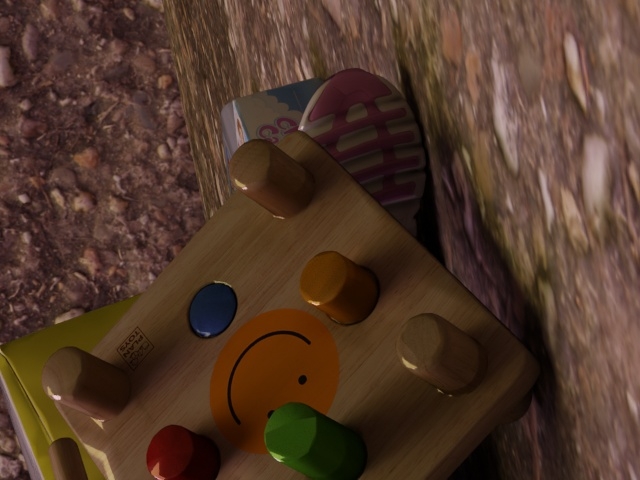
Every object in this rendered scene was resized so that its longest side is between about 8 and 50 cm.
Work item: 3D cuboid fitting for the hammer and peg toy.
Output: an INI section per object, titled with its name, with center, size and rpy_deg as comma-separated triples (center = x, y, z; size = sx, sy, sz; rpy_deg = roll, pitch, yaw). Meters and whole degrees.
[hammer and peg toy]
center = -0.067, 0.125, 0.978
size = 0.266, 0.361, 0.127
rpy_deg = 47, -173, 37

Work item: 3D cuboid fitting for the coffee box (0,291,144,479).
[coffee box]
center = -0.153, 0.280, 1.824
size = 0.334, 0.337, 0.338
rpy_deg = 85, 159, -47

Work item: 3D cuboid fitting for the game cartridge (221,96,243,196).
[game cartridge]
center = -0.072, -0.026, 1.934
size = 0.297, 0.062, 0.198
rpy_deg = 85, 163, -48

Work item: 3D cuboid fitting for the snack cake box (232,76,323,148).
[snack cake box]
center = 0.000, 0.000, 1.362
size = 0.264, 0.089, 0.152
rpy_deg = -113, 11, -45

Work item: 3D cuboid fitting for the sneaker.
[sneaker]
center = 0.033, -0.014, 1.133
size = 0.104, 0.095, 0.236
rpy_deg = -104, 2, -69
